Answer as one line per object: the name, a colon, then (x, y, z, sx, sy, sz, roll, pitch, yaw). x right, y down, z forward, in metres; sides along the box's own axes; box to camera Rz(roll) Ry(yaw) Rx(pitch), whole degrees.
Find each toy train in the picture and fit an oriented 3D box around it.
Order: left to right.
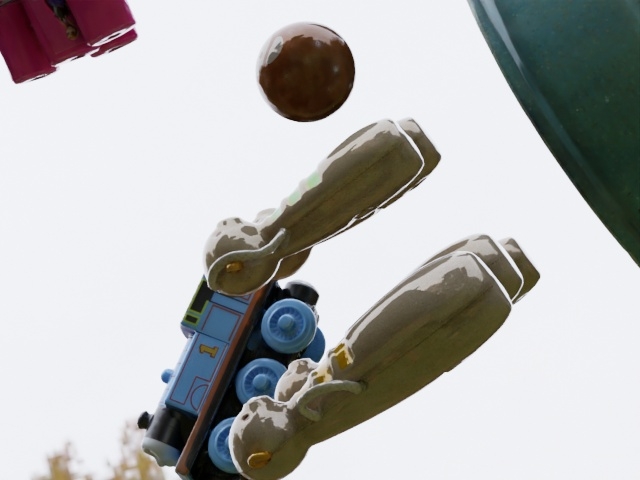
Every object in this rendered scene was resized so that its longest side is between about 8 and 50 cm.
toy train: (-0.067, 0.105, 1.223, 0.080, 0.105, 0.184, 68, -136, -68)

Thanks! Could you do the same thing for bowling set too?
bowling set: (0.000, 0.000, 0.875, 0.154, 0.200, 0.287, -37, -8, 10)

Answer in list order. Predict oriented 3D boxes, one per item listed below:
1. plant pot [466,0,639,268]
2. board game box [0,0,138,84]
plant pot: (0.316, -0.166, 1.059, 0.334, 0.341, 0.341, -35, -43, 22)
board game box: (-0.243, -0.066, 0.630, 0.390, 0.050, 0.390, -24, -1, -11)
